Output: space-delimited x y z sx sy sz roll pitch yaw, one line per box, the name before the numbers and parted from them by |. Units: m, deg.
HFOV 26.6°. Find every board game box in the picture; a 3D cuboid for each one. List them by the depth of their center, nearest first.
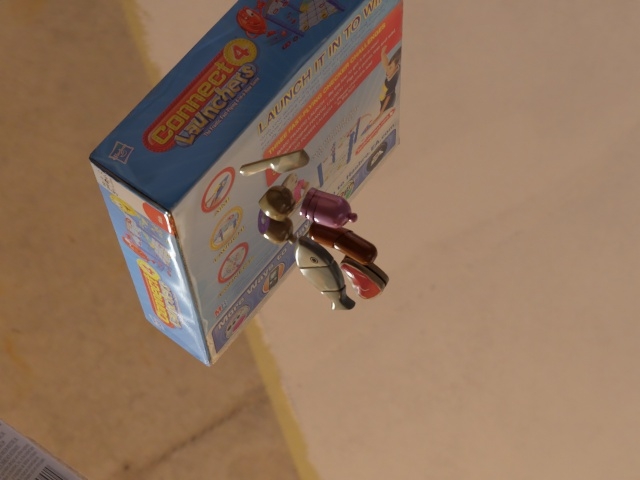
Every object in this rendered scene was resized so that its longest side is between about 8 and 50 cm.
board game box | -0.049 -0.080 1.206 0.308 0.086 0.302 -49 -20 -21

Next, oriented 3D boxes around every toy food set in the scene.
toy food set | 0.000 0.000 0.832 0.122 0.078 0.019 52 -131 -25

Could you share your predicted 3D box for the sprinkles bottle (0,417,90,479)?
sprinkles bottle | -0.300 0.217 1.203 0.355 0.121 0.121 36 -99 0
